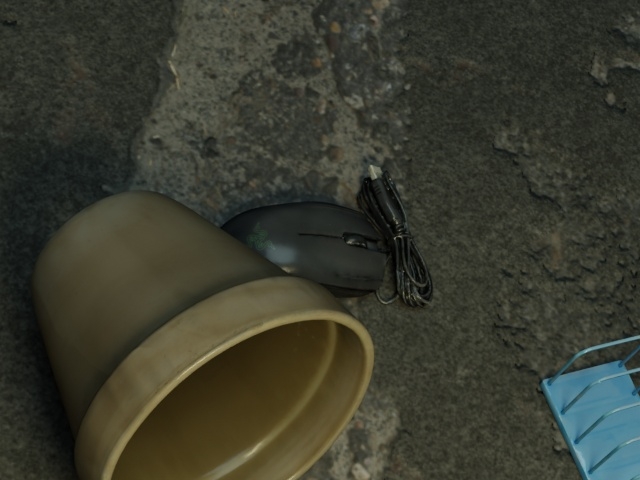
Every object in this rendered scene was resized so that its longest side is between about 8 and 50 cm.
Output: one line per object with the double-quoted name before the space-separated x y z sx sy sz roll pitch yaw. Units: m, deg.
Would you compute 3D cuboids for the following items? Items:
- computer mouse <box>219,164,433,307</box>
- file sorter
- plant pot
"computer mouse" 0.000 0.000 1.908 0.272 0.072 0.188 -7 64 -23
"file sorter" 0.359 0.209 1.892 0.118 0.104 0.170 -11 64 -26
"plant pot" -0.151 0.104 1.678 0.323 0.323 0.280 -20 53 -29
